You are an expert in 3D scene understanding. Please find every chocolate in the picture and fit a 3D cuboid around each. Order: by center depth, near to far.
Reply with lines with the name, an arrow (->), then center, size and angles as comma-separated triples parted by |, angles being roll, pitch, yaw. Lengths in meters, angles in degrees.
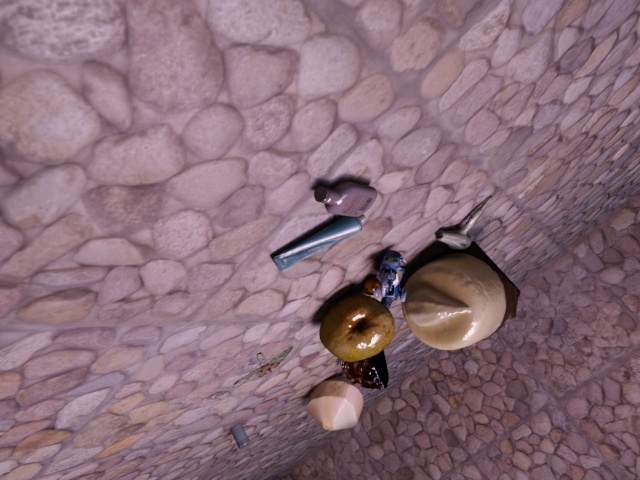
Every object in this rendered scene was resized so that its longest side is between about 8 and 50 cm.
chocolate -> 0.431, 0.194, 1.594 | 0.326, 0.314, 0.297 | -44, 161, 20
chocolate -> 0.160, 0.504, 2.009 | 0.176, 0.225, 0.206 | -18, 160, 17

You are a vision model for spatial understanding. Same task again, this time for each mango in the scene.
mango -> 0.162, 0.143, 1.520 | 0.060, 0.046, 0.089 | -45, 156, 14

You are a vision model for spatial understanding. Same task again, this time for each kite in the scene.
kite -> -0.181, 0.402, 1.589 | 0.229, 0.012, 0.250 | -31, 153, -12

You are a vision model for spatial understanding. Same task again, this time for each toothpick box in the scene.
toothpick box -> -0.322, 0.788, 1.991 | 0.052, 0.083, 0.052 | -28, 154, -15

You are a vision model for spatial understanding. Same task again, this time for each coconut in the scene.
coconut -> 0.068, 0.745, 2.240 | 0.259, 0.259, 0.259 | -28, 154, -15

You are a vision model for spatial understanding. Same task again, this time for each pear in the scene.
pear -> 0.108, 0.261, 1.486 | 0.228, 0.189, 0.211 | -18, 157, -6

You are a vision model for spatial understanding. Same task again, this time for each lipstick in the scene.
lipstick -> 0.243, 0.194, 1.703 | 0.053, 0.054, 0.234 | -27, 155, -17

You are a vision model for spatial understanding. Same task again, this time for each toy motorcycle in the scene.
toy motorcycle -> 0.208, 0.104, 1.440 | 0.254, 0.092, 0.136 | 33, 65, -71

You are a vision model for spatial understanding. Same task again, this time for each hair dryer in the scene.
hair dryer -> 0.440, -0.052, 1.534 | 0.167, 0.067, 0.199 | -6, 132, -37

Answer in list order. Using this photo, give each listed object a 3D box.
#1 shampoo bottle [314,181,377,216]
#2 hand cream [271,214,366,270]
shampoo bottle -> 0.048, -0.084, 0.996 | 0.165, 0.040, 0.080 | 3, 136, -52
hand cream -> 0.000, 0.000, 1.089 | 0.224, 0.048, 0.083 | -29, 157, -2
